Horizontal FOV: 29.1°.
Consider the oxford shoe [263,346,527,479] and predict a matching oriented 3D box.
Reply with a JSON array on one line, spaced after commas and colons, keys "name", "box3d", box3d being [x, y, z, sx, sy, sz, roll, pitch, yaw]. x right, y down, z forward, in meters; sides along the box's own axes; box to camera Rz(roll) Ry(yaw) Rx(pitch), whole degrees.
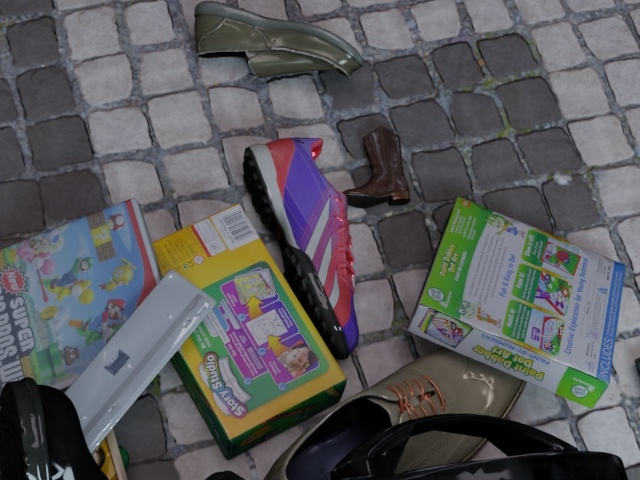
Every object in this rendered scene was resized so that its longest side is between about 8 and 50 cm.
[{"name": "oxford shoe", "box3d": [0.108, 0.220, 1.474, 0.397, 0.146, 0.140, -34, 70, -23]}]

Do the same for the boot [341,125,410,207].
[{"name": "boot", "box3d": [0.067, -0.103, 1.690, 0.106, 0.037, 0.114, 0, 66, -23]}]

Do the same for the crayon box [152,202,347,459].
[{"name": "crayon box", "box3d": [-0.109, 0.109, 1.535, 0.165, 0.081, 0.278, -25, 70, -19]}]

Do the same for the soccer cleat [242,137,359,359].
[{"name": "soccer cleat", "box3d": [0.000, 0.000, 1.593, 0.116, 0.109, 0.318, -17, 64, -14]}]

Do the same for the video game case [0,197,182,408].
[{"name": "video game case", "box3d": [-0.327, 0.088, 1.495, 0.285, 0.025, 0.204, -21, 67, 2]}]

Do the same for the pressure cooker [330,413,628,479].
[{"name": "pressure cooker", "box3d": [0.171, 0.384, 1.272, 0.375, 0.370, 0.420, -14, 68, 11]}]

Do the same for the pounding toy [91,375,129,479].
[{"name": "pounding toy", "box3d": [-0.275, 0.248, 1.430, 0.141, 0.100, 0.130, -14, 67, -16]}]

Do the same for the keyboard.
[{"name": "keyboard", "box3d": [-0.227, 0.147, 1.425, 0.072, 0.014, 0.256, 32, 71, 21]}]

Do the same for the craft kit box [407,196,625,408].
[{"name": "craft kit box", "box3d": [0.256, 0.071, 1.571, 0.246, 0.061, 0.250, 25, 38, 2]}]

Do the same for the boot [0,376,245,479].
[{"name": "boot", "box3d": [-0.195, 0.286, 1.334, 0.260, 0.131, 0.348, -16, 102, -28]}]

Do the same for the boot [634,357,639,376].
[{"name": "boot", "box3d": [0.475, 0.235, 1.579, 0.106, 0.082, 0.219, -11, 69, 10]}]

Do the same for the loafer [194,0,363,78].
[{"name": "loafer", "box3d": [-0.064, -0.263, 1.733, 0.251, 0.094, 0.087, 16, 87, 10]}]
